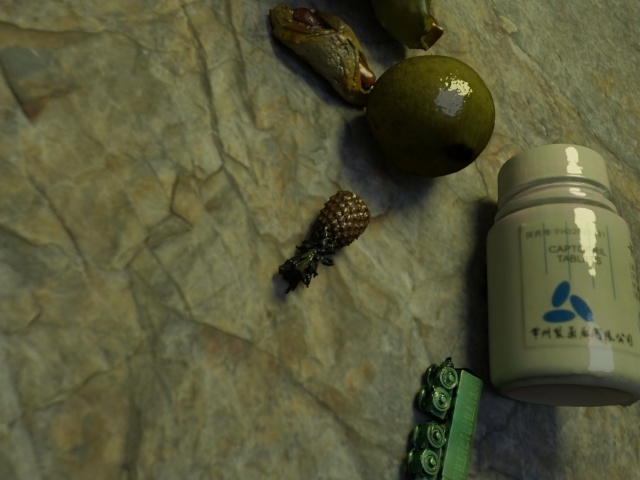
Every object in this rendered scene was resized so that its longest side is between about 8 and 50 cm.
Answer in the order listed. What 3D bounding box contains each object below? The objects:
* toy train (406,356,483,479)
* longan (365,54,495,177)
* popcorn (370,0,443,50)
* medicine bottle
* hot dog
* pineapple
[{"bbox_3d":[0.135,0.199,0.617,0.071,0.038,0.148,33,57,-20],"label":"toy train"},{"bbox_3d":[0.128,-0.156,0.697,0.176,0.145,0.155,51,2,41],"label":"longan"},{"bbox_3d":[0.128,-0.434,0.689,0.290,0.321,0.326,41,37,-12],"label":"popcorn"},{"bbox_3d":[0.288,0.042,0.692,0.170,0.170,0.293,18,62,-25],"label":"medicine bottle"},{"bbox_3d":[0.013,-0.238,0.698,0.169,0.061,0.078,39,55,-13],"label":"hot dog"},{"bbox_3d":[0.000,0.000,0.605,0.058,0.058,0.124,49,59,-6],"label":"pineapple"}]
